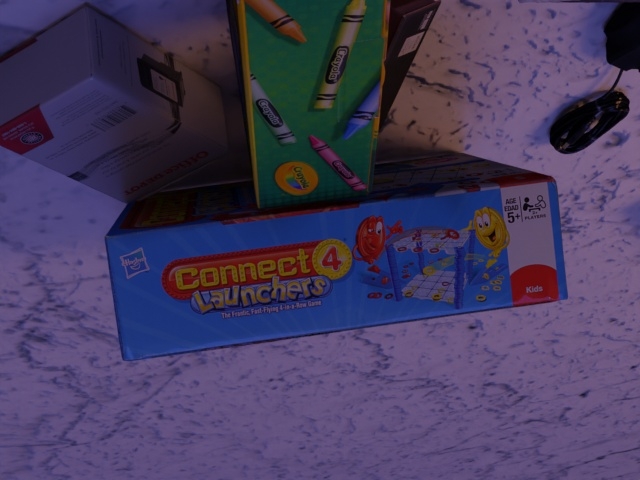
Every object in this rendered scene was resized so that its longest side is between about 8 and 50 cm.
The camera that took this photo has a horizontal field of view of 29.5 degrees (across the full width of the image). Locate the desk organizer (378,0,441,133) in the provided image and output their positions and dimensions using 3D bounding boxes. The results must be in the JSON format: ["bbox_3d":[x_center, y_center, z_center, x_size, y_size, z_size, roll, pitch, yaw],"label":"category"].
[{"bbox_3d":[0.034,-0.134,0.901,0.047,0.050,0.130,-30,155,-44],"label":"desk organizer"}]

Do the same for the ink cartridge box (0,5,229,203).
[{"bbox_3d":[-0.156,-0.095,0.900,0.109,0.063,0.150,-24,151,27],"label":"ink cartridge box"}]

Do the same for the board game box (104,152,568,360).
[{"bbox_3d":[0.000,0.000,0.944,0.302,0.086,0.308,-7,-172,-5],"label":"board game box"}]

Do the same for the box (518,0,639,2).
[{"bbox_3d":[0.196,-0.249,0.628,0.163,0.142,0.247,-3,152,-13],"label":"box"}]

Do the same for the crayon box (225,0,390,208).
[{"bbox_3d":[-0.015,-0.157,0.712,0.081,0.165,0.278,-8,154,-4],"label":"crayon box"}]

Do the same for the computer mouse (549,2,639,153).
[{"bbox_3d":[0.250,-0.131,0.992,0.071,0.041,0.242,-3,153,-14],"label":"computer mouse"}]
